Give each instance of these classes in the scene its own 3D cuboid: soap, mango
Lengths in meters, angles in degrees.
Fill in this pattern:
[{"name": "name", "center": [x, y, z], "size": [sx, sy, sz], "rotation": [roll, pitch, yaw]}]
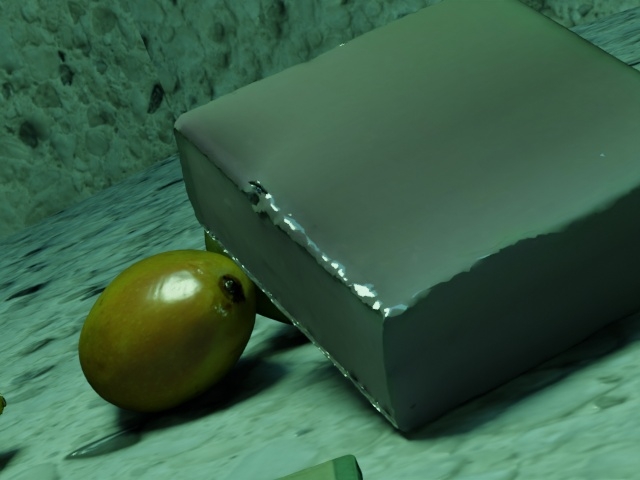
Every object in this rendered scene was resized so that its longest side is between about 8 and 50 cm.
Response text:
[{"name": "soap", "center": [0.089, -0.042, 1.051], "size": [0.285, 0.107, 0.296], "rotation": [-25, 40, -17]}, {"name": "mango", "center": [-0.135, 0.076, 1.256], "size": [0.138, 0.113, 0.253], "rotation": [-52, 13, -22]}]

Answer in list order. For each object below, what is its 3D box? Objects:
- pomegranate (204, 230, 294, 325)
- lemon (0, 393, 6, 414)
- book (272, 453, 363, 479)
[{"name": "pomegranate", "center": [-0.004, 0.005, 1.284], "size": [0.179, 0.210, 0.179], "rotation": [-8, -26, -4]}, {"name": "lemon", "center": [-0.317, 0.151, 1.268], "size": [0.133, 0.109, 0.109], "rotation": [-19, 7, -26]}, {"name": "book", "center": [-0.071, 0.188, 0.748], "size": [0.215, 0.025, 0.283], "rotation": [-21, 10, 4]}]
